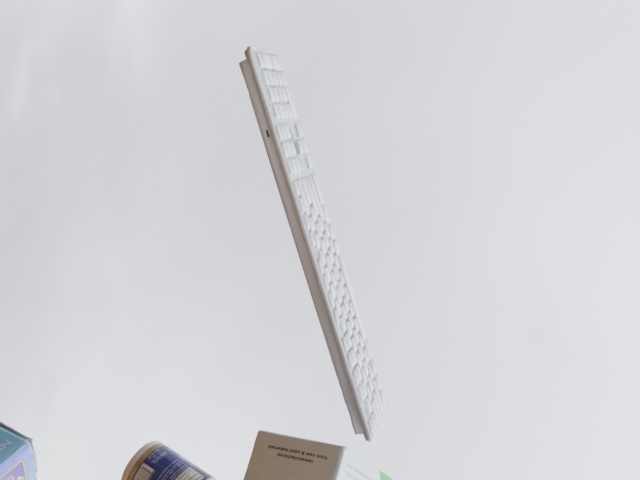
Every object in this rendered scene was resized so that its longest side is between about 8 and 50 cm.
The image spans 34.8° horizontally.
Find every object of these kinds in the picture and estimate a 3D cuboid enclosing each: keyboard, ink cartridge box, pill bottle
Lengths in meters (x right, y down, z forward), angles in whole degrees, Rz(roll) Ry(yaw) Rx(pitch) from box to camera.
[{"bbox_3d":[0.000,0.000,0.659,0.014,0.072,0.256,-16,-86,19],"label":"keyboard"},{"bbox_3d":[-0.013,0.280,0.829,0.087,0.153,0.208,4,-114,30],"label":"ink cartridge box"},{"bbox_3d":[-0.144,0.266,1.064,0.120,0.067,0.067,28,-80,22],"label":"pill bottle"}]

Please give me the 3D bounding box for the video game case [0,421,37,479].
[{"bbox_3d":[-0.242,0.255,0.505,0.061,0.269,0.244,20,-52,27],"label":"video game case"}]
